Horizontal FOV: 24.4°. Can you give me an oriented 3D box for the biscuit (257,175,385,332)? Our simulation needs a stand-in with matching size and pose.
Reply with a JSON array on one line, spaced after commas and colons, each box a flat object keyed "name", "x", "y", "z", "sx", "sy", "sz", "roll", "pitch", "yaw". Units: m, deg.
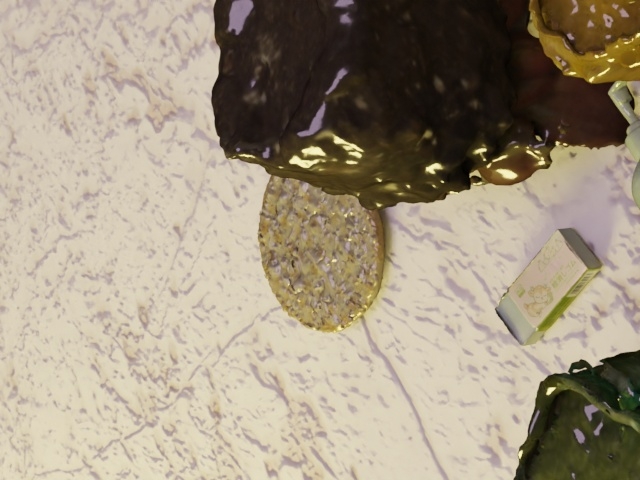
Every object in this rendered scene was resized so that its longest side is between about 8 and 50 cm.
[{"name": "biscuit", "x": 0.000, "y": 0.000, "z": 1.180, "sx": 0.152, "sy": 0.020, "sz": 0.152, "roll": 10, "pitch": 103, "yaw": 47}]

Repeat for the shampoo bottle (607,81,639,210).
[{"name": "shampoo bottle", "x": 0.228, "y": -0.016, "z": 0.897, "sx": 0.056, "sy": 0.056, "sz": 0.195, "roll": -49, "pitch": 58, "yaw": 39}]

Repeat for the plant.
[{"name": "plant", "x": 0.051, "y": -0.112, "z": 0.973, "sx": 0.204, "sy": 0.234, "sz": 0.178, "roll": -14, "pitch": 76, "yaw": 54}]

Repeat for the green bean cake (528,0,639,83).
[{"name": "green bean cake", "x": 0.219, "y": -0.216, "z": 0.827, "sx": 0.229, "sy": 0.131, "sz": 0.224, "roll": -15, "pitch": 81, "yaw": 51}]

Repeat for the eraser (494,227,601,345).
[{"name": "eraser", "x": 0.154, "y": 0.033, "z": 1.011, "sx": 0.038, "sy": 0.019, "sz": 0.083, "roll": 55, "pitch": 132, "yaw": 26}]

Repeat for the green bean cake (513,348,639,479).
[{"name": "green bean cake", "x": 0.229, "y": 0.209, "z": 0.868, "sx": 0.255, "sy": 0.132, "sz": 0.241, "roll": 30, "pitch": 117, "yaw": 40}]
